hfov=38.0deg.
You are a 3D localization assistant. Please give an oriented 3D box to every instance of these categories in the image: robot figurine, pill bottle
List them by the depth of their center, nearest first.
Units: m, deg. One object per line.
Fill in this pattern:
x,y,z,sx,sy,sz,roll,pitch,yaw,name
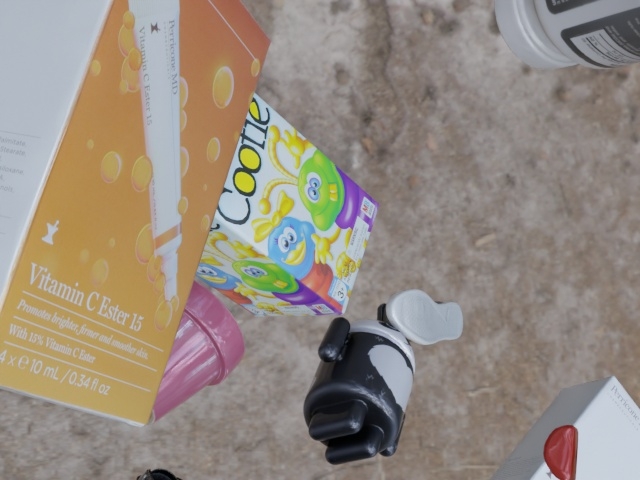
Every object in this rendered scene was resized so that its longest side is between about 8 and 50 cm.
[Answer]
0.393,-0.326,1.137,0.210,0.363,0.210,1,89,-30,pill bottle
0.072,0.259,1.620,0.174,0.209,0.278,16,36,8,robot figurine

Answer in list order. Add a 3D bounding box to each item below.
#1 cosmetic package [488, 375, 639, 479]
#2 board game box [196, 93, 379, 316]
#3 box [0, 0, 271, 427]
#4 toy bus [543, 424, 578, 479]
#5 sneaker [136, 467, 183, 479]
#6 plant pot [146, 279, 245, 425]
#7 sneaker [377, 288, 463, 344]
0.466,0.456,1.726,0.385,0.156,0.217,-41,93,-32,cosmetic package
-0.088,-0.044,0.968,0.275,0.142,0.144,38,60,-38,board game box
-0.195,-0.059,0.702,0.215,0.168,0.345,42,61,-63,box
0.202,0.232,0.617,0.191,0.104,0.202,70,32,-41,toy bus
-0.215,0.320,1.121,0.083,0.222,0.118,24,86,-25,sneaker
-0.247,0.178,1.438,0.201,0.201,0.180,55,51,-16,plant pot
0.160,0.158,1.825,0.296,0.147,0.104,14,71,-59,sneaker
